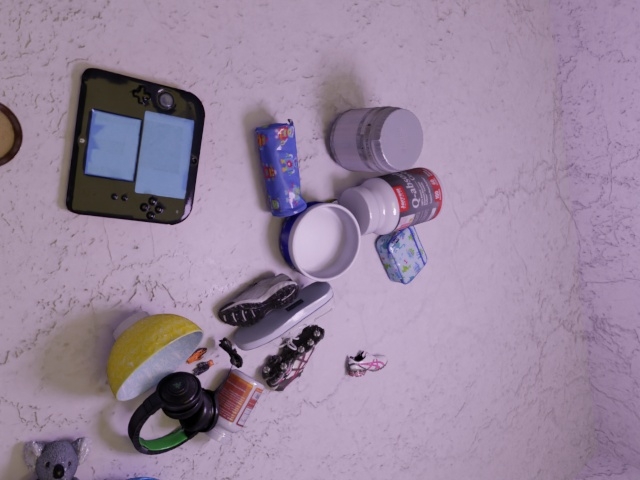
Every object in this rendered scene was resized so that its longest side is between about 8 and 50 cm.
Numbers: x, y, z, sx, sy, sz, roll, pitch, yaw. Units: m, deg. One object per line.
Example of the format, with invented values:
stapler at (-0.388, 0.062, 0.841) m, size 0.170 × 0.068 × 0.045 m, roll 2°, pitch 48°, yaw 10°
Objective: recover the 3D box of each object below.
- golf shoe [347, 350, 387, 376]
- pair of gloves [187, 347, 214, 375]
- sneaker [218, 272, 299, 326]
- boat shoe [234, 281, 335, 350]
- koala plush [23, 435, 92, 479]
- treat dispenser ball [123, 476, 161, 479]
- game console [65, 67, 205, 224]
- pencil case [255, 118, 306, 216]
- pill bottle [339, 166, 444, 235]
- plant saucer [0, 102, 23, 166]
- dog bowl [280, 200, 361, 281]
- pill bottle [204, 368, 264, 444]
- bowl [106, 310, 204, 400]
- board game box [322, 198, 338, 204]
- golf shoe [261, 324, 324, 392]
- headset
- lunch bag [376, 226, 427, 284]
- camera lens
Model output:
golf shoe at (0.187, 0.466, 2.208) m, size 0.186 × 0.067 × 0.086 m, roll -9°, pitch 101°, yaw -36°
pair of gloves at (-0.380, 0.383, 1.802) m, size 0.074 × 0.010 × 0.083 m, roll -34°, pitch 119°, yaw -30°
sneaker at (-0.206, 0.192, 1.858) m, size 0.271 × 0.108 × 0.100 m, roll -24°, pitch 130°, yaw -16°
boat shoe at (-0.105, 0.287, 1.910) m, size 0.367 × 0.136 × 0.156 m, roll -32°, pitch 125°, yaw -18°
koala plush at (-0.706, 0.639, 1.518) m, size 0.196 × 0.203 × 0.221 m, roll 1°, pitch 76°, yaw -25°
treat dispenser ball at (-0.516, 0.816, 1.594) m, size 0.288 × 0.288 × 0.288 m, roll -7°, pitch 101°, yaw -36°
game console at (-0.501, -0.247, 1.579) m, size 0.342 × 0.060 × 0.387 m, roll 6°, pitch 93°, yaw -38°
pencil case at (-0.122, -0.231, 1.830) m, size 0.133 × 0.119 × 0.306 m, roll -24°, pitch 111°, yaw -43°
pill bottle at (0.260, -0.138, 2.075) m, size 0.363 × 0.210 × 0.210 m, roll -17°, pitch 107°, yaw -34°
plant saucer at (-0.807, -0.256, 1.364) m, size 0.168 × 0.029 × 0.168 m, roll -6°, pitch 101°, yaw -35°
dog bowl at (0.000, 0.000, 1.934) m, size 0.265 × 0.104 × 0.265 m, roll -6°, pitch 103°, yaw -28°
pill bottle at (-0.282, 0.534, 1.830) m, size 0.121 × 0.121 × 0.216 m, roll 39°, pitch 74°, yaw -35°
bowl at (-0.487, 0.292, 1.594) m, size 0.289 × 0.289 × 0.156 m, roll -36°, pitch 75°, yaw -27°
board game box at (0.018, -0.007, 2.029) m, size 0.136 × 0.030 × 0.260 m, roll -18°, pitch 108°, yaw -31°
golf shoe at (-0.087, 0.407, 1.989) m, size 0.273 × 0.105 × 0.120 m, roll -42°, pitch 138°, yaw -19°
headset at (-0.403, 0.469, 1.721) m, size 0.394 × 0.185 × 0.243 m, roll -38°, pitch 141°, yaw -9°
lunch bag at (0.323, 0.045, 2.231) m, size 0.176 × 0.090 × 0.219 m, roll -41°, pitch 120°, yaw -28°
camera lens at (0.183, -0.342, 1.943) m, size 0.219 × 0.274 × 0.219 m, roll -7°, pitch 101°, yaw -37°
